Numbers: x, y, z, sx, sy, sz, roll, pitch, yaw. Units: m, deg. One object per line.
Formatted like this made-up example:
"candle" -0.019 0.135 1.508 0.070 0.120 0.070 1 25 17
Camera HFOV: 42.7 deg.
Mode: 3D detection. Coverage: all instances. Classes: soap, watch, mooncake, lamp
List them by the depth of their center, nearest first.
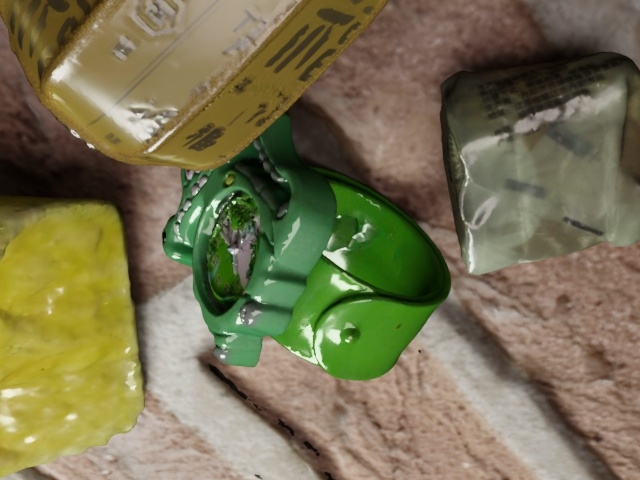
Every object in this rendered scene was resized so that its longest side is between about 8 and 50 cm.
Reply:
"lamp" -0.060 -0.136 0.417 0.185 0.161 0.161 -38 114 22
"mooncake" 0.139 -0.051 0.510 0.125 0.073 0.130 -10 123 3
"watch" 0.000 0.000 0.522 0.152 0.165 0.131 10 123 -34
"soap" -0.339 0.079 0.542 0.427 0.115 0.306 -2 140 -4
